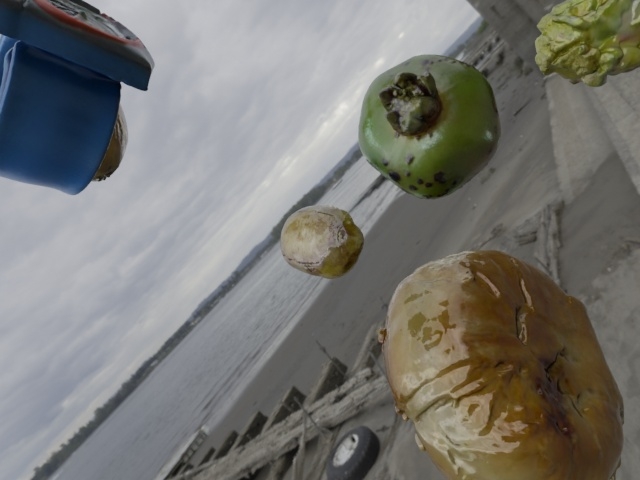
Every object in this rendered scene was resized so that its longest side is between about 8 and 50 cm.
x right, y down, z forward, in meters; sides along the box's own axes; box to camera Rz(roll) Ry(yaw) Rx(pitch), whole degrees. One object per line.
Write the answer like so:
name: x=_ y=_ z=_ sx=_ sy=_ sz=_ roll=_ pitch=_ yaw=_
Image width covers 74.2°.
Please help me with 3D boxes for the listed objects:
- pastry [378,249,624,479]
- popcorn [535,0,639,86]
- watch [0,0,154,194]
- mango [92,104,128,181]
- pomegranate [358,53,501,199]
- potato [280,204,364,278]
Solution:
pastry: x=0.269 y=0.208 z=0.667 sx=0.245 sy=0.410 sz=0.409 roll=-48 pitch=1 yaw=46
popcorn: x=0.374 y=-0.276 z=0.581 sx=0.145 sy=0.126 sz=0.125 roll=-15 pitch=13 yaw=-2
watch: x=-0.415 y=-0.230 z=0.632 sx=0.242 sy=0.305 sz=0.274 roll=15 pitch=-67 yaw=-43
mango: x=-0.502 y=-0.244 z=0.927 sx=0.130 sy=0.167 sz=0.261 roll=-14 pitch=47 yaw=6
pomegranate: x=0.113 y=-0.126 z=0.462 sx=0.159 sy=0.159 sz=0.205 roll=-45 pitch=-15 yaw=18
potato: x=0.000 y=0.000 z=0.623 sx=0.171 sy=0.080 sz=0.107 roll=3 pitch=73 yaw=52
